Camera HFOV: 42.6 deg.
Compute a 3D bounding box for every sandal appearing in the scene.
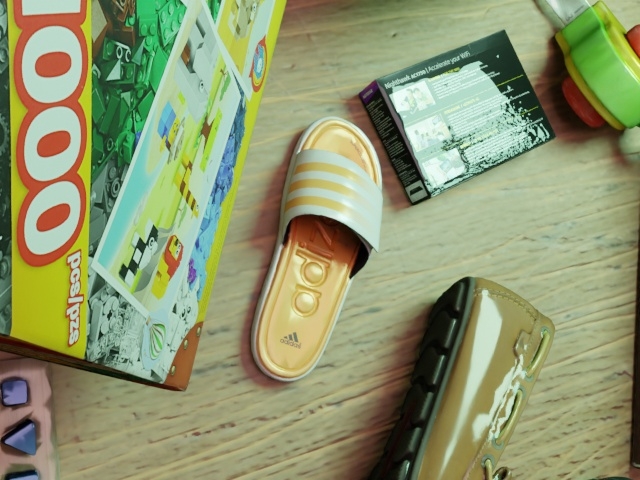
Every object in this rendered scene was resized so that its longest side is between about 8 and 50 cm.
[{"bbox_3d":[0.010,0.004,0.773,0.102,0.076,0.265,19,74,-18],"label":"sandal"}]

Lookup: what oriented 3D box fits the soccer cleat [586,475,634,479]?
[{"bbox_3d":[0.217,0.360,0.779,0.318,0.109,0.116,-32,97,-25],"label":"soccer cleat"}]

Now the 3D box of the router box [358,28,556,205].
[{"bbox_3d":[0.148,-0.132,0.868,0.179,0.046,0.133,-25,90,-24],"label":"router box"}]

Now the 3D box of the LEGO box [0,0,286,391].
[{"bbox_3d":[-0.169,-0.178,0.552,0.193,0.372,0.500,10,77,12],"label":"LEGO box"}]

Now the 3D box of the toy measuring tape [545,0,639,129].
[{"bbox_3d":[0.288,-0.228,0.901,0.121,0.121,0.330,-40,93,-22],"label":"toy measuring tape"}]

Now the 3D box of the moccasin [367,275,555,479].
[{"bbox_3d":[0.125,0.223,0.757,0.147,0.139,0.380,27,62,-6],"label":"moccasin"}]

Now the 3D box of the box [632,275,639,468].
[{"bbox_3d":[0.472,0.073,0.910,0.191,0.143,0.381,11,75,-19],"label":"box"}]

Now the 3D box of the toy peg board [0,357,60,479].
[{"bbox_3d":[-0.283,0.178,0.627,0.161,0.079,0.161,-5,83,-22],"label":"toy peg board"}]
